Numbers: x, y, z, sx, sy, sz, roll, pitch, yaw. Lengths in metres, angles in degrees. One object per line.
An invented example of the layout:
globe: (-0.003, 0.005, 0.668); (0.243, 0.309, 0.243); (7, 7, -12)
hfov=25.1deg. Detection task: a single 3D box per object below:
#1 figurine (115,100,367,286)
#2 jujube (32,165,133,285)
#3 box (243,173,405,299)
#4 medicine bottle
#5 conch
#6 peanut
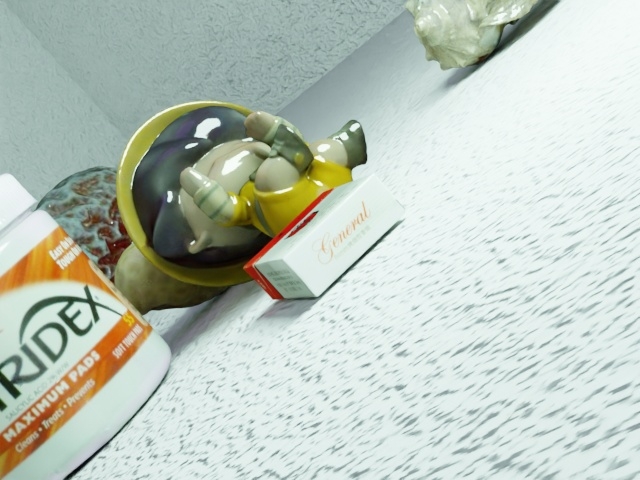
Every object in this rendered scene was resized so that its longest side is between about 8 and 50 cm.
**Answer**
figurine: (-0.076, -0.042, 1.363); (0.192, 0.167, 0.257); (-31, 24, -29)
jujube: (-0.345, 0.030, 2.097); (0.226, 0.226, 0.317); (-36, 14, 34)
box: (0.000, 0.000, 1.153); (0.100, 0.048, 0.152); (-41, 9, -13)
medicine bottle: (-0.303, 0.106, 1.325); (0.252, 0.241, 0.252); (-42, 7, 6)
conch: (0.199, -0.279, 1.564); (0.245, 0.162, 0.178); (-26, 30, -36)
peanut: (-0.125, -0.007, 1.544); (0.236, 0.120, 0.110); (-38, 44, -21)
